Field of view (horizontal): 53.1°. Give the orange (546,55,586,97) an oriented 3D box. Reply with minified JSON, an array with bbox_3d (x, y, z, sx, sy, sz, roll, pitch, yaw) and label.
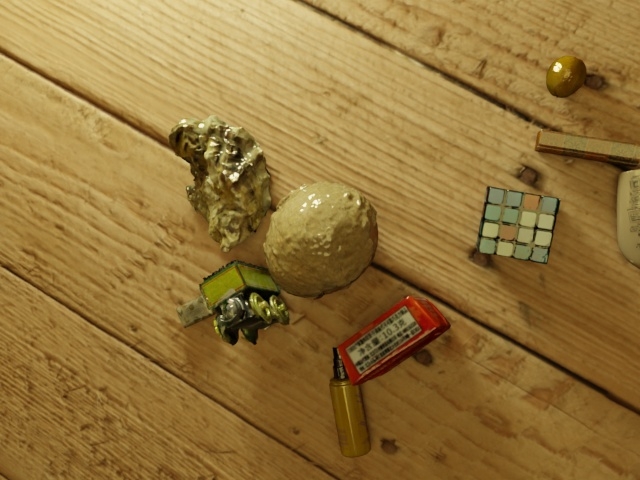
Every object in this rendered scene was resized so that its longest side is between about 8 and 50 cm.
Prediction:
[{"bbox_3d":[0.553,-0.369,1.447,0.085,0.085,0.095,26,105,10],"label":"orange"}]

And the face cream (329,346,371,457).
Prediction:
[{"bbox_3d":[0.067,0.399,1.608,0.078,0.078,0.273,-9,91,13],"label":"face cream"}]

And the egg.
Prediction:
[{"bbox_3d":[0.000,0.000,1.509,0.310,0.279,0.279,-33,86,25],"label":"egg"}]

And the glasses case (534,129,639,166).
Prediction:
[{"bbox_3d":[0.603,-0.209,1.450,0.218,0.075,0.049,11,99,11],"label":"glasses case"}]

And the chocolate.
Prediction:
[{"bbox_3d":[0.174,0.229,1.499,0.237,0.235,0.108,-36,75,13],"label":"chocolate"}]

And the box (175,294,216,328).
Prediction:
[{"bbox_3d":[-0.328,0.186,1.698,0.098,0.045,0.062,-28,87,14],"label":"box"}]

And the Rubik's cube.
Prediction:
[{"bbox_3d":[0.444,-0.039,1.456,0.154,0.155,0.151,10,96,12],"label":"Rubik's cube"}]

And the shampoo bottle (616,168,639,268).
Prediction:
[{"bbox_3d":[0.730,-0.032,1.431,0.127,0.078,0.256,-9,90,17],"label":"shampoo bottle"}]

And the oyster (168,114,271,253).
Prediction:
[{"bbox_3d":[-0.250,-0.142,1.623,0.238,0.115,0.351,-6,92,13],"label":"oyster"}]

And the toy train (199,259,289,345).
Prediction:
[{"bbox_3d":[-0.181,0.153,1.562,0.134,0.261,0.177,-32,73,12],"label":"toy train"}]
